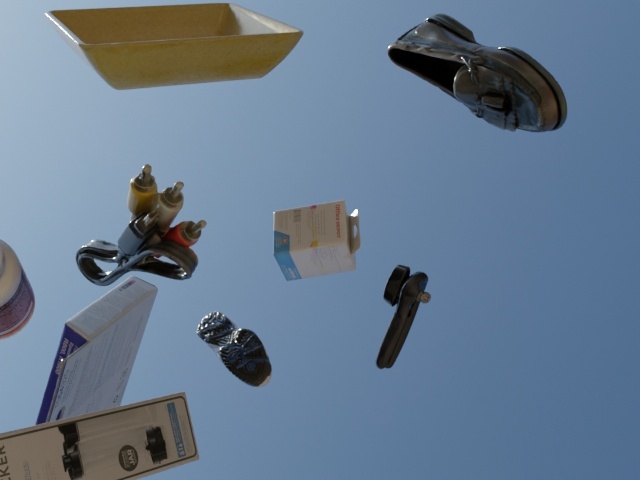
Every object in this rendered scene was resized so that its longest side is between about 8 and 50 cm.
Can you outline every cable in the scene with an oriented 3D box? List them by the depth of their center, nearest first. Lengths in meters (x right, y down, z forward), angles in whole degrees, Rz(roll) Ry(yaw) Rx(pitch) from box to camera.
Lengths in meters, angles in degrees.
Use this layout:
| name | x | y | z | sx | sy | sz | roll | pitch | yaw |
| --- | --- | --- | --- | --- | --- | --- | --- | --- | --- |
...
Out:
| name | x | y | z | sx | sy | sz | roll | pitch | yaw |
| --- | --- | --- | --- | --- | --- | --- | --- | --- | --- |
| cable | -0.236 | 0.009 | 1.052 | 0.139 | 0.072 | 0.287 | 48 | -35 | -6 |

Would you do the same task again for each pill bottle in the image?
| name | x | y | z | sx | sy | sz | roll | pitch | yaw |
| --- | --- | --- | --- | --- | --- | --- | --- | --- | --- |
| pill bottle | -0.350 | 0.045 | 0.815 | 0.086 | 0.152 | 0.086 | 4 | -113 | -10 |

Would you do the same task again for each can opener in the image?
| name | x | y | z | sx | sy | sz | roll | pitch | yaw |
| --- | --- | --- | --- | --- | --- | --- | --- | --- | --- |
| can opener | 0.139 | 0.136 | 1.357 | 0.073 | 0.059 | 0.186 | 23 | -77 | 42 |

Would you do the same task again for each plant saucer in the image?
| name | x | y | z | sx | sy | sz | roll | pitch | yaw |
| --- | --- | --- | --- | --- | --- | --- | --- | --- | --- |
| plant saucer | -0.240 | -0.312 | 1.250 | 0.333 | 0.333 | 0.081 | -11 | -63 | -24 |

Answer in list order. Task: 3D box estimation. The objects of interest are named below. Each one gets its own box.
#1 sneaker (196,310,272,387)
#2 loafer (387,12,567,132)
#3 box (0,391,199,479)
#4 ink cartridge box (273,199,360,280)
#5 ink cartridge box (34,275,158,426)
| name | x | y | z | sx | sy | sz | roll | pitch | yaw |
| --- | --- | --- | --- | --- | --- | --- | --- | --- | --- |
| sneaker | -0.141 | 0.200 | 1.408 | 0.080 | 0.081 | 0.211 | -43 | -141 | -8 |
| loafer | 0.175 | -0.187 | 0.926 | 0.084 | 0.096 | 0.267 | -25 | -140 | -13 |
| box | -0.304 | 0.252 | 0.903 | 0.169 | 0.290 | 0.087 | -20 | -101 | 36 |
| ink cartridge box | 0.000 | 0.000 | 1.331 | 0.143 | 0.090 | 0.092 | -8 | -127 | 10 |
| ink cartridge box | -0.421 | 0.258 | 1.367 | 0.071 | 0.330 | 0.324 | 25 | -70 | 7 |
